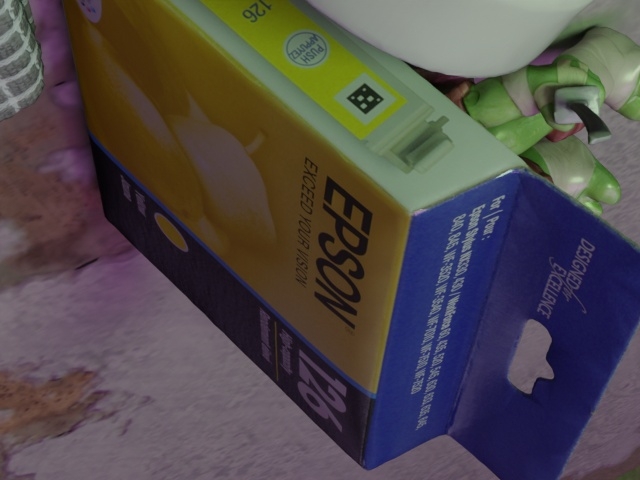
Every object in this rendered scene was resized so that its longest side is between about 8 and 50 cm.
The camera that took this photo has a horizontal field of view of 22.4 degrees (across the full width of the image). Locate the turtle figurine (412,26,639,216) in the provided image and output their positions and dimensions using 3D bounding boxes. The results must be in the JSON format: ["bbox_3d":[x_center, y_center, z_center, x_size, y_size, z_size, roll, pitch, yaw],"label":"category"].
[{"bbox_3d":[0.127,-0.016,0.972,0.275,0.197,0.266,7,-156,42],"label":"turtle figurine"}]

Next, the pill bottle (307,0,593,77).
[{"bbox_3d":[0.119,-0.235,0.563,0.204,0.204,0.361,-3,147,-41],"label":"pill bottle"}]

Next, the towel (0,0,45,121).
[{"bbox_3d":[-0.244,-0.077,0.599,0.284,0.121,0.235,-24,163,-6],"label":"towel"}]

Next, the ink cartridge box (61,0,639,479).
[{"bbox_3d":[0.000,0.000,0.795,0.072,0.307,0.303,-39,160,-21],"label":"ink cartridge box"}]
